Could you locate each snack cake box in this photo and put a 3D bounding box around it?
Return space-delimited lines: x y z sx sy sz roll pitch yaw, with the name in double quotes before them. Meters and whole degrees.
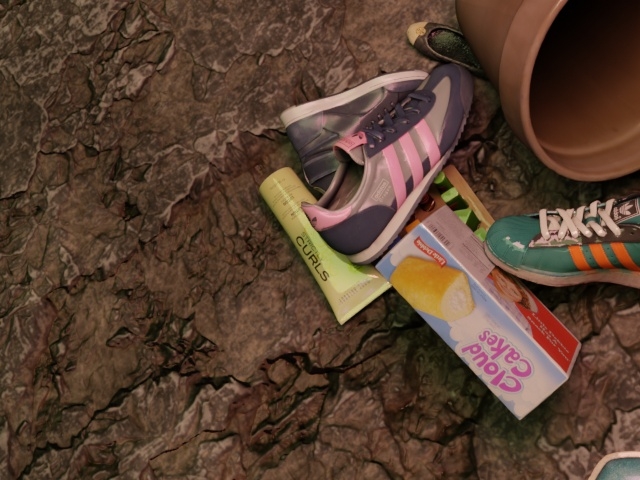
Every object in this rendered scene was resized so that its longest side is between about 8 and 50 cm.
"snack cake box" 0.207 0.086 1.466 0.264 0.152 0.089 47 110 5

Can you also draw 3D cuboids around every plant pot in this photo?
"plant pot" 0.322 -0.281 1.479 0.323 0.323 0.280 -43 42 3

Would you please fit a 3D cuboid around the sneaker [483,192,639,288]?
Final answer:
"sneaker" 0.365 -0.011 1.461 0.302 0.121 0.108 5 43 2

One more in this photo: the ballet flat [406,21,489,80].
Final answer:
"ballet flat" 0.202 -0.284 1.670 0.173 0.049 0.057 27 84 23

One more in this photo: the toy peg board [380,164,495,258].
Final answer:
"toy peg board" 0.157 -0.009 1.594 0.160 0.079 0.161 -36 67 6

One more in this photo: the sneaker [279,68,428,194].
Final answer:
"sneaker" 0.073 -0.146 1.661 0.226 0.086 0.163 -20 78 3

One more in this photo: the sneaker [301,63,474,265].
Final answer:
"sneaker" 0.094 -0.128 1.562 0.112 0.131 0.319 13 70 59

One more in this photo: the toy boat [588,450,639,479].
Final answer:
"toy boat" 0.466 0.335 1.358 0.318 0.148 0.267 -37 67 6

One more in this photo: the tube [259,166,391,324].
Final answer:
"tube" 0.000 0.000 1.657 0.240 0.062 0.070 55 136 18
